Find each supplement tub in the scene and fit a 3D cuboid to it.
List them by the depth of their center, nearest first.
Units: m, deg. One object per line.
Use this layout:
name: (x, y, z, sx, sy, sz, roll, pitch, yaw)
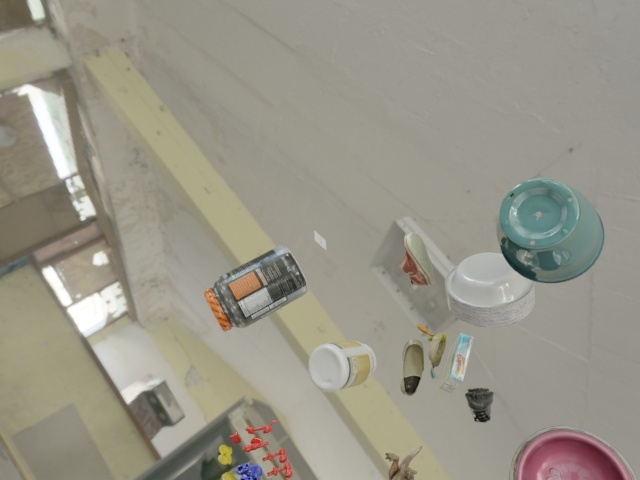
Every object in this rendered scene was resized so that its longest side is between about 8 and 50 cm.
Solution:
supplement tub: (0.074, 0.391, 1.520, 0.144, 0.200, 0.144, -5, -99, 37)
supplement tub: (-0.233, 0.177, 1.740, 0.207, 0.338, 0.207, 57, -14, 22)

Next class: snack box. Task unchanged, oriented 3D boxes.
snack box: (0.569, 0.521, 2.031, 0.060, 0.187, 0.322, 16, -22, 13)

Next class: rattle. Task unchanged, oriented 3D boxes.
rattle: (0.455, 0.479, 2.063, 0.143, 0.130, 0.199, 12, -73, 19)

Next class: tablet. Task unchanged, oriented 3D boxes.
tablet: (0.000, 0.000, 2.004, 0.006, 0.054, 0.083, -24, -43, 25)

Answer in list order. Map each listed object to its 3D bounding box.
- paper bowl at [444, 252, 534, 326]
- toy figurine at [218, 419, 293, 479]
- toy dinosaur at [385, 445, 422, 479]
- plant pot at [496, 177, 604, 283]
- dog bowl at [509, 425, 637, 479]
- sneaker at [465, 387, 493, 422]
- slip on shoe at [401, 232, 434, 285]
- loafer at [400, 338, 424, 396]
paper bowl: (0.562, 0.147, 1.617, 0.284, 0.284, 0.148, 22, -44, 47)
toy figurine: (-0.147, 0.728, 1.359, 0.362, 0.191, 0.217, -122, -167, -56)
toy dinosaur: (0.263, 0.824, 1.581, 0.127, 0.295, 0.200, 3, -42, 28)
plant pot: (0.588, -0.038, 1.268, 0.272, 0.271, 0.255, 38, 8, 32)
dog bowl: (0.844, 0.827, 1.617, 0.408, 0.408, 0.150, 34, -8, 37)
sneaker: (0.634, 0.655, 1.901, 0.109, 0.286, 0.130, -7, -104, 20)
slip on shoe: (0.340, 0.080, 1.740, 0.101, 0.123, 0.331, -9, -30, 18)
loafer: (0.415, 0.575, 2.154, 0.092, 0.102, 0.268, -102, -165, -84)
